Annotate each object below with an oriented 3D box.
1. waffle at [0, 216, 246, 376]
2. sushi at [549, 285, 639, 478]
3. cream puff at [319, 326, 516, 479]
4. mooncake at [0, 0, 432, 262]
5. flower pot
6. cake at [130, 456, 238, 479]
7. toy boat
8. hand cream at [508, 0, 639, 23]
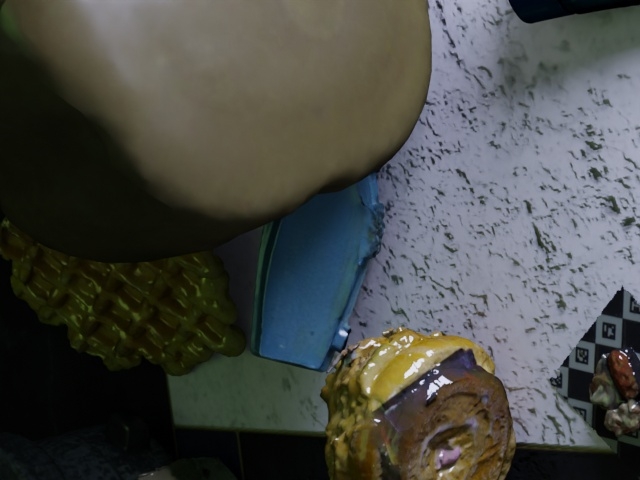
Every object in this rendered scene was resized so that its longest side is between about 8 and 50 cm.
[{"bbox_3d":[-0.220,0.020,1.667,0.312,0.060,0.307,-8,123,39],"label":"waffle"},{"bbox_3d":[0.247,0.121,1.323,0.126,0.026,0.120,49,129,27],"label":"sushi"},{"bbox_3d":[0.074,0.161,1.399,0.129,0.189,0.189,18,110,49],"label":"cream puff"},{"bbox_3d":[-0.131,-0.215,1.333,0.262,0.467,0.467,-14,88,48],"label":"mooncake"},{"bbox_3d":[-0.289,0.333,1.711,0.299,0.282,0.299,11,104,48],"label":"flower pot"},{"bbox_3d":[-0.112,0.378,1.640,0.283,0.158,0.172,52,131,26],"label":"cake"},{"bbox_3d":[0.000,0.000,1.510,0.109,0.098,0.238,14,103,-2],"label":"toy boat"},{"bbox_3d":[0.258,-0.236,1.227,0.270,0.061,0.120,-11,91,41],"label":"hand cream"}]
